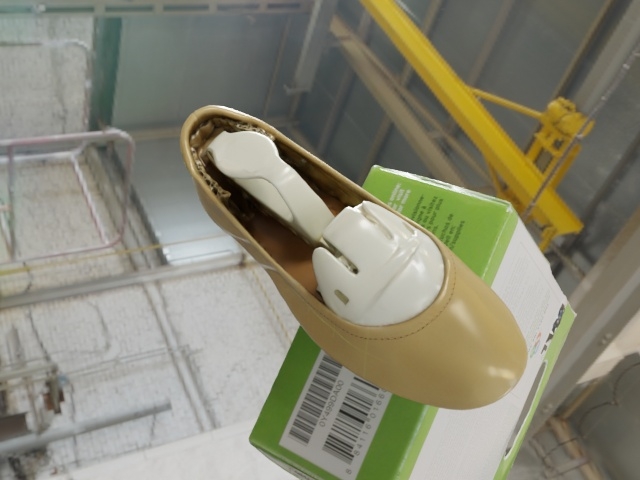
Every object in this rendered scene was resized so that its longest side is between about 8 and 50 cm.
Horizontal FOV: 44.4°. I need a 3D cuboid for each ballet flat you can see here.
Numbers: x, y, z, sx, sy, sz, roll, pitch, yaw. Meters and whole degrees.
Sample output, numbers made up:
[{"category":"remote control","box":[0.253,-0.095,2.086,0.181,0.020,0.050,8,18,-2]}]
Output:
[{"category":"ballet flat","box":[0.000,0.000,0.397,0.232,0.080,0.073,35,-16,35]}]

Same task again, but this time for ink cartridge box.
[{"category":"ink cartridge box","box":[0.085,0.090,0.549,0.097,0.255,0.189,21,-98,30]}]
